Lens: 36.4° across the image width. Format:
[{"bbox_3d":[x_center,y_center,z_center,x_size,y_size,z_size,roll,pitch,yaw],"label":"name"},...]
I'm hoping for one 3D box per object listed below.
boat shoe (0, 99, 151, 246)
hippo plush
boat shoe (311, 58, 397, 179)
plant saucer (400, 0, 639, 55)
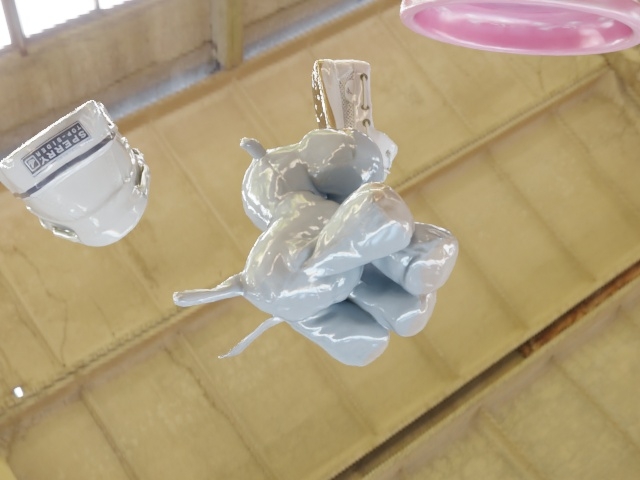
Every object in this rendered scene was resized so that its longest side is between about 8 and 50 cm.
[{"bbox_3d":[-0.164,-0.043,0.687,0.096,0.267,0.088,-38,-77,-13],"label":"boat shoe"},{"bbox_3d":[0.000,0.000,1.153,0.294,0.234,0.236,-24,-137,7],"label":"hippo plush"},{"bbox_3d":[0.058,-0.114,1.291,0.096,0.098,0.277,-8,-100,-10],"label":"boat shoe"},{"bbox_3d":[0.276,-0.324,1.322,0.332,0.332,0.084,6,-90,0],"label":"plant saucer"}]
